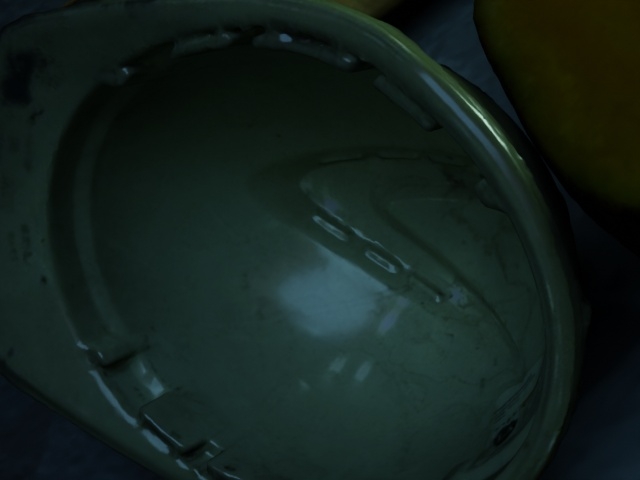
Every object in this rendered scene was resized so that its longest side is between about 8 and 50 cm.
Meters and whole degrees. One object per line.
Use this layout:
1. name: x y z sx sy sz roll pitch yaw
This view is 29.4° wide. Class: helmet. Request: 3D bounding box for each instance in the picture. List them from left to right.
1. helmet: -0.002 -0.002 0.483 0.257 0.137 0.204 21 114 24

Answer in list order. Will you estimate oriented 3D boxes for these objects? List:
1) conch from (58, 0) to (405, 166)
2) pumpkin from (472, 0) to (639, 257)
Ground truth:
1. conch: -0.025 -0.091 0.570 0.330 0.109 0.093 -20 97 -13
2. pumpkin: 0.164 -0.035 0.432 0.148 0.169 0.312 -34 43 9
